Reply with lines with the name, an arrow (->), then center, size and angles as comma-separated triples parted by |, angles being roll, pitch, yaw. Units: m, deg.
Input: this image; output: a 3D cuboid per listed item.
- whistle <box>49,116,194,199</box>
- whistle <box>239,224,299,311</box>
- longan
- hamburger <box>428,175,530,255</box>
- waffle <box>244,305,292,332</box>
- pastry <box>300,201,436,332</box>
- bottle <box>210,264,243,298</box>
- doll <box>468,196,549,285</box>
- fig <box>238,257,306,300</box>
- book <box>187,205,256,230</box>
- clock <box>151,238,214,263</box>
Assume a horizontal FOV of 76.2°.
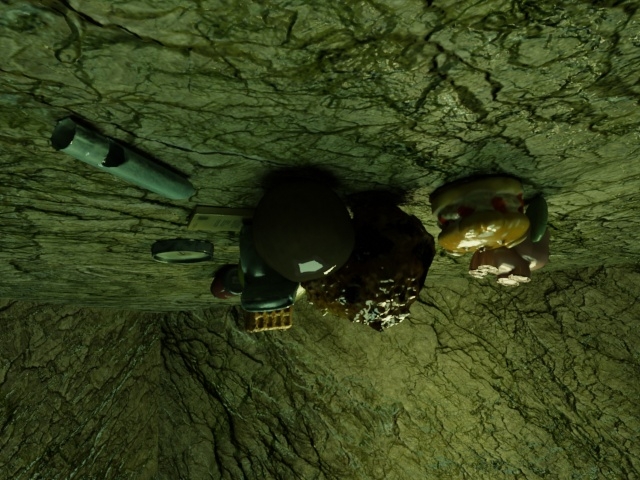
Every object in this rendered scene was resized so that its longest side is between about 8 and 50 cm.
whistle -> -0.373, -0.146, 0.817 | 0.062, 0.062, 0.312 | -10, 165, 19
whistle -> -0.144, 0.087, 1.187 | 0.168, 0.404, 0.188 | -5, 131, -2
longan -> -0.045, -0.023, 0.998 | 0.258, 0.257, 0.258 | -4, 165, -1
hamburger -> 0.453, -0.061, 1.150 | 0.261, 0.186, 0.302 | -8, 163, 9
waffle -> -0.227, 0.233, 1.783 | 0.224, 0.327, 0.098 | 6, 166, -39
pastry -> 0.144, 0.078, 1.158 | 0.405, 0.337, 0.292 | -35, 133, -7
bottle -> -0.466, 0.222, 2.039 | 0.144, 0.143, 0.336 | 4, 164, -30
doll -> 0.623, 0.001, 1.327 | 0.217, 0.268, 0.284 | 18, 162, -3
fig -> -0.133, 0.110, 1.510 | 0.327, 0.257, 0.258 | -17, 164, 5
book -> -0.274, -0.061, 1.236 | 0.231, 0.026, 0.161 | 2, 164, -26
clock -> -0.514, 0.045, 1.531 | 0.226, 0.048, 0.226 | -4, 167, -1
